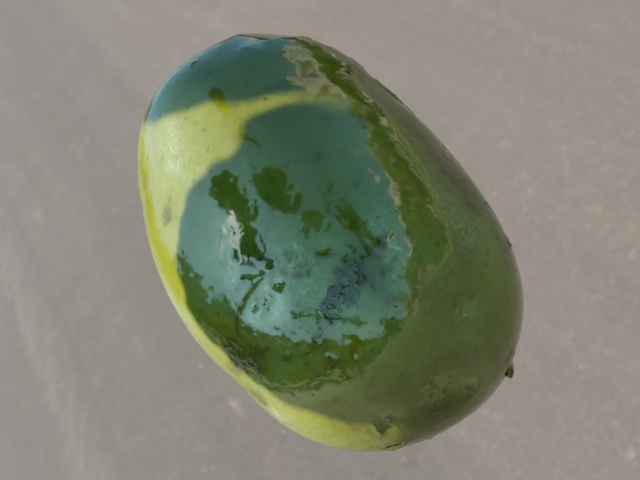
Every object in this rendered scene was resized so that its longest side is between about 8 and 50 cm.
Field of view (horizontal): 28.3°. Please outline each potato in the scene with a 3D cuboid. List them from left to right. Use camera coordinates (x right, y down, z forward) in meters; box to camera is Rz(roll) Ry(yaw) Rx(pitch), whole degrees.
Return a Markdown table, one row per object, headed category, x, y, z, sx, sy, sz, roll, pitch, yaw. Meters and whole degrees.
| category | x | y | z | sx | sy | sz | roll | pitch | yaw |
| --- | --- | --- | --- | --- | --- | --- | --- | --- | --- |
| potato | 0.002 | -0.001 | 0.856 | 0.215 | 0.304 | 0.216 | -32 | -6 | -4 |
